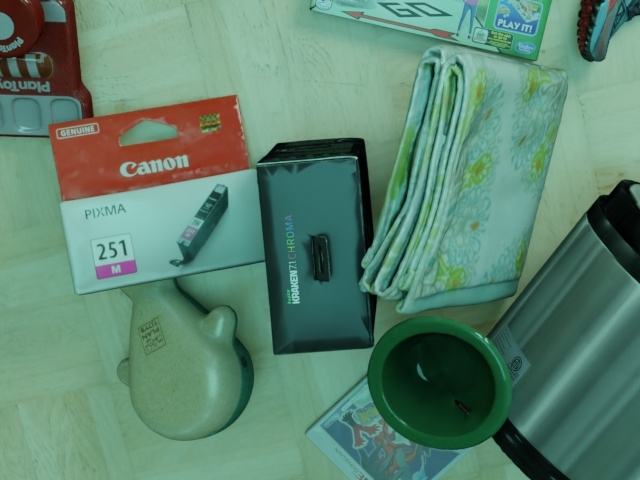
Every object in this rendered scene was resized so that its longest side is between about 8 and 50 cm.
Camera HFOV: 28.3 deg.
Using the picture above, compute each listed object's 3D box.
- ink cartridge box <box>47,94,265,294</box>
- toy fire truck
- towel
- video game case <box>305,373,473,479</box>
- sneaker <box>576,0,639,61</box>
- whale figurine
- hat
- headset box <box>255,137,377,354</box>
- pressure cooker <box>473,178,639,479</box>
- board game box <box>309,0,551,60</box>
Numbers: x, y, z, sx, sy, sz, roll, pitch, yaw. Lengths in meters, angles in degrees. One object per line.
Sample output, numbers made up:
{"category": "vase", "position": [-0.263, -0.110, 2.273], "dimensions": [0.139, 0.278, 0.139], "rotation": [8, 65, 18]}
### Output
{"category": "ink cartridge box", "position": [-0.217, -0.066, 1.724], "dimensions": [0.275, 0.060, 0.239], "rotation": [-10, 88, -10]}
{"category": "toy fire truck", "position": [-0.470, -0.252, 1.723], "dimensions": [0.302, 0.169, 0.254], "rotation": [0, 121, 1]}
{"category": "towel", "position": [0.198, -0.075, 1.610], "dimensions": [0.090, 0.374, 0.321], "rotation": [22, 103, 28]}
{"category": "video game case", "position": [0.111, 0.277, 1.836], "dimensions": [0.201, 0.023, 0.183], "rotation": [-44, 95, 9]}
{"category": "sneaker", "position": [0.432, -0.347, 1.673], "dimensions": [0.125, 0.104, 0.262], "rotation": [23, 100, -3]}
{"category": "whale figurine", "position": [-0.192, 0.146, 1.792], "dimensions": [0.216, 0.141, 0.272], "rotation": [-32, 73, 26]}
{"category": "hat", "position": [0.163, 0.153, 1.620], "dimensions": [0.208, 0.183, 0.173], "rotation": [7, 106, 21]}
{"category": "headset box", "position": [0.000, 0.000, 1.665], "dimensions": [0.131, 0.283, 0.246], "rotation": [-4, 98, 5]}
{"category": "pressure cooker", "position": [0.436, 0.126, 1.591], "dimensions": [0.370, 0.375, 0.420], "rotation": [43, 110, 24]}
{"category": "board game box", "position": [0.162, -0.380, 1.712], "dimensions": [0.317, 0.046, 0.214], "rotation": [12, 101, 1]}
